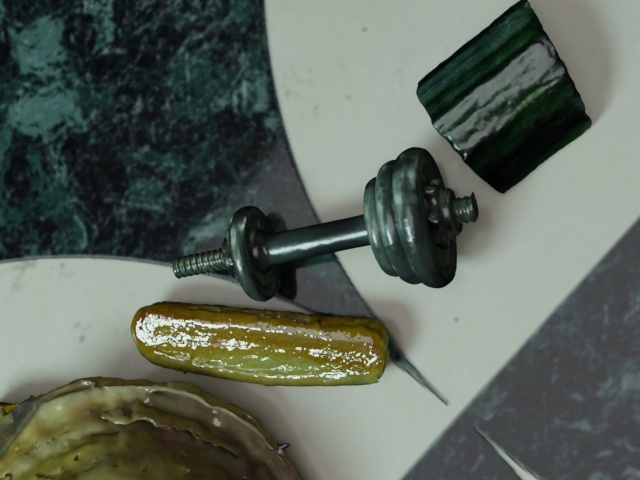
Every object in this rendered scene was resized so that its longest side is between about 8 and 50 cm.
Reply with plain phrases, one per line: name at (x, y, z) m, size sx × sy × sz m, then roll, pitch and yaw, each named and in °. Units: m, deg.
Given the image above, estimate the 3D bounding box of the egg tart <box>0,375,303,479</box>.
egg tart at (-0.151, 0.272, 0.935) m, size 0.352 × 0.150 × 0.352 m, roll 1°, pitch 84°, yaw -12°

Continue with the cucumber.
cucumber at (0.145, -0.113, 0.976) m, size 0.115 × 0.062 × 0.116 m, roll -38°, pitch 78°, yaw 12°

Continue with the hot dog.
hot dog at (-0.048, 0.084, 1.017) m, size 0.216 × 0.047 × 0.066 m, roll 2°, pitch 102°, yaw 13°

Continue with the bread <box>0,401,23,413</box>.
bread at (-0.235, 0.270, 1.035) m, size 0.139 × 0.077 × 0.271 m, roll 2°, pitch 85°, yaw 10°

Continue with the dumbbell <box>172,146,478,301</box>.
dumbbell at (0.000, 0.000, 0.985) m, size 0.254 × 0.110 × 0.110 m, roll -12°, pitch 85°, yaw 18°
